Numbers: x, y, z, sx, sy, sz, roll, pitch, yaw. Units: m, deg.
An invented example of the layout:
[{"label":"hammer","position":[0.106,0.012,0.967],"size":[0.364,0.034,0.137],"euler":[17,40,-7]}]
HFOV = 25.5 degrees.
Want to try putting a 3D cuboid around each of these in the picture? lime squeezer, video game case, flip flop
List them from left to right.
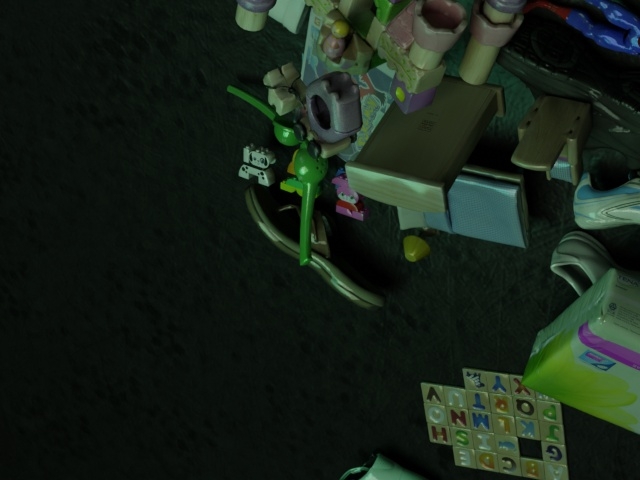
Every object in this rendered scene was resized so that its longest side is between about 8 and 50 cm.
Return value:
[{"label":"lime squeezer","position":[-0.043,-0.126,2.058],"size":[0.110,0.058,0.310],"euler":[-49,58,49]},{"label":"flip flop","position":[0.000,0.000,2.173],"size":[0.277,0.112,0.080],"euler":[40,106,7]},{"label":"video game case","position":[0.041,-0.205,1.992],"size":[0.183,0.023,0.201],"euler":[38,136,31]}]

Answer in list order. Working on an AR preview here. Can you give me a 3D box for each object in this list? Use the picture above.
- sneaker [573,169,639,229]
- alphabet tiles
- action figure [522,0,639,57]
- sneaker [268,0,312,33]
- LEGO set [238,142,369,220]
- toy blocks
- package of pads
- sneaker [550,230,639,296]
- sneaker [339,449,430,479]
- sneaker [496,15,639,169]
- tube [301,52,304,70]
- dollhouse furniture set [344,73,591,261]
[{"label":"sneaker","position":[0.452,-0.052,1.867],"size":[0.237,0.085,0.086],"euler":[3,95,23]},{"label":"alphabet tiles","position":[0.274,0.288,2.241],"size":[0.237,0.009,0.198],"euler":[5,122,29]},{"label":"action figure","position":[0.375,-0.242,1.757],"size":[0.280,0.139,0.091],"euler":[27,131,11]},{"label":"sneaker","position":[-0.056,-0.434,1.916],"size":[0.169,0.108,0.292],"euler":[31,132,7]},{"label":"LEGO set","position":[-0.008,-0.120,2.107],"size":[0.227,0.087,0.093],"euler":[20,125,28]},{"label":"toy blocks","position":[0.066,-0.319,1.715],"size":[0.289,0.309,0.260],"euler":[52,150,22]},{"label":"package of pads","position":[0.432,0.161,1.909],"size":[0.229,0.101,0.296],"euler":[23,156,-4]},{"label":"sneaker","position":[0.412,0.075,1.961],"size":[0.212,0.094,0.080],"euler":[31,129,11]},{"label":"sneaker","position":[0.083,0.463,2.413],"size":[0.151,0.094,0.256],"euler":[35,122,1]},{"label":"sneaker","position":[0.328,-0.185,1.843],"size":[0.286,0.109,0.130],"euler":[33,138,12]},{"label":"tube","position":[0.055,-0.205,2.037],"size":[0.207,0.052,0.080],"euler":[22,121,25]},{"label":"dollhouse furniture set","position":[0.201,-0.036,1.888],"size":[0.286,0.198,0.303],"euler":[15,143,26]}]
